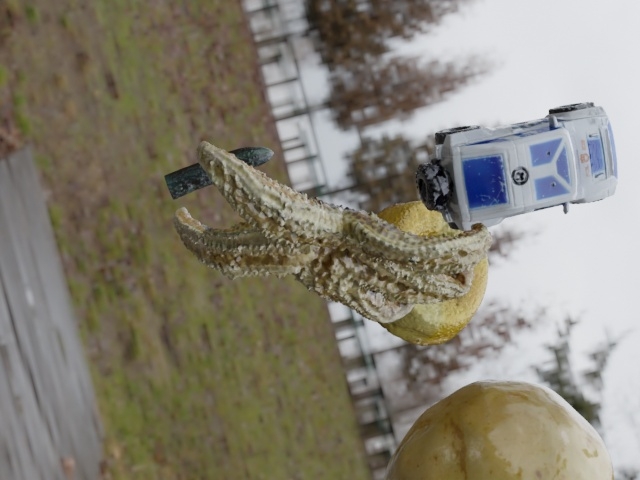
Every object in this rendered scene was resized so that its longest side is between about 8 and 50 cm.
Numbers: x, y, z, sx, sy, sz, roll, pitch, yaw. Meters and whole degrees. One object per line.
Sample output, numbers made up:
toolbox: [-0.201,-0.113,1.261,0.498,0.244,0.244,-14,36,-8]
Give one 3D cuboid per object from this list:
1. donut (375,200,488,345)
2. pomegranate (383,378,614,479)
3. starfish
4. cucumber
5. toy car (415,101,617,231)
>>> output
donut: [0.129,0.034,1.710,0.065,0.162,0.178,141,-52,-64]
pomegranate: [0.244,0.369,1.972,0.342,0.342,0.342,165,-90,-87]
starfish: [-0.001,0.001,1.003,0.238,0.216,0.071,42,45,-40]
cucumber: [-0.120,-0.086,1.708,0.032,0.133,0.032,160,-90,-89]
toy car: [0.156,-0.056,1.120,0.070,0.171,0.080,-163,-118,-69]
